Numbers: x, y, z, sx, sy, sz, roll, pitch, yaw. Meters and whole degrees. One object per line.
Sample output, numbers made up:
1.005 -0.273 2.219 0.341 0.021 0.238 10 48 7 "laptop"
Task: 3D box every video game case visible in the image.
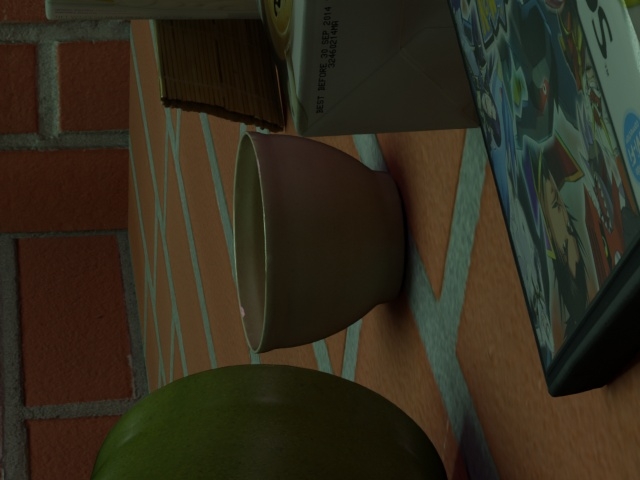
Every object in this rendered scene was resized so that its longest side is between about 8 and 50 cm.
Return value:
0.100 -0.083 0.681 0.275 0.035 0.248 97 161 -73 "video game case"

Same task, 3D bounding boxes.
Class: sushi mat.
-0.115 -0.260 1.676 0.019 0.151 0.316 -38 50 43 "sushi mat"

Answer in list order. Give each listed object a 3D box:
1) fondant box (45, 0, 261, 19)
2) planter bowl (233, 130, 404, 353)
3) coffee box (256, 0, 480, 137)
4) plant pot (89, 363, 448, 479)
-0.125 -0.275 1.443 0.330 0.238 0.096 149 119 -78 "fondant box"
0.000 0.000 1.190 0.162 0.109 0.162 178 90 -79 "planter bowl"
0.020 -0.216 1.006 0.297 0.119 0.168 -106 16 -50 "coffee box"
-0.038 0.271 0.942 0.353 0.366 0.366 -87 2 -54 "plant pot"
